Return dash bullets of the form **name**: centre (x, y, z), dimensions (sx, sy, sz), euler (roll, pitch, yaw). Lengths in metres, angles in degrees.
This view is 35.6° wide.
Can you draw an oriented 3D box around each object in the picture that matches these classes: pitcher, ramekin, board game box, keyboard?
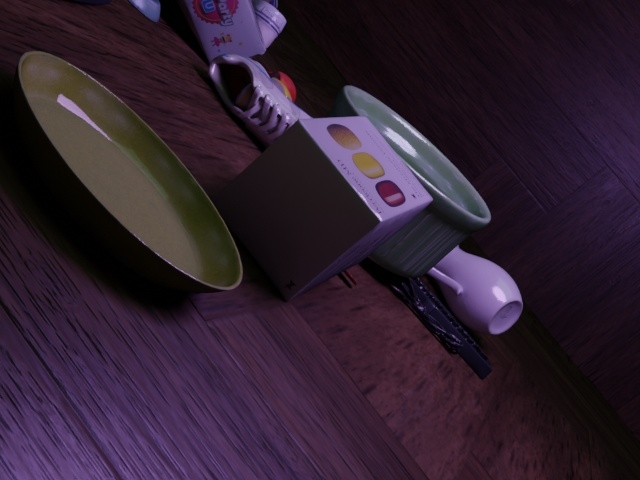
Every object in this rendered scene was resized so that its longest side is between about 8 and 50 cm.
- **pitcher**: centre (0.262, 0.080, 1.853), dimensions (0.177, 0.125, 0.207), euler (6, 30, -45)
- **ramekin**: centre (0.103, -0.084, 1.534), dimensions (0.303, 0.148, 0.303), euler (38, 17, -14)
- **board game box**: centre (-0.181, -0.452, 1.577), dimensions (0.303, 0.097, 0.224), euler (-108, 179, -47)
- **keyboard**: centre (0.173, 0.100, 1.617), dimensions (0.317, 0.033, 0.201), euler (47, 12, -12)

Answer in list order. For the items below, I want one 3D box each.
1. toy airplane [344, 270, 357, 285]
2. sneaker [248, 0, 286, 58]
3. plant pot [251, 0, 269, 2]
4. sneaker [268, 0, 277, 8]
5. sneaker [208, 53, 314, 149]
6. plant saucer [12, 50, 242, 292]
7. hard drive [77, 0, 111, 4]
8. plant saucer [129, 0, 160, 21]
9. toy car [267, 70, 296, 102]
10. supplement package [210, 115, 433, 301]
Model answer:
- **toy airplane**: centre (0.000, 0.000, 1.265), dimensions (0.151, 0.028, 0.151), euler (46, 11, -12)
- **sneaker**: centre (-0.145, -0.370, 1.769), dimensions (0.094, 0.091, 0.258), euler (41, -8, -18)
- **plant pot**: centre (-0.221, -0.579, 1.836), dimensions (0.274, 0.256, 0.256), euler (15, 33, -42)
- **sneaker**: centre (-0.185, -0.571, 2.206), dimensions (0.315, 0.127, 0.182), euler (66, 20, -61)
- **sneaker**: centre (-0.077, -0.179, 1.432), dimensions (0.229, 0.087, 0.092), euler (47, 16, 19)
- **plant saucer**: centre (-0.155, -0.045, 0.781), dimensions (0.241, 0.037, 0.241), euler (47, 12, -13)
- **hard drive**: centre (-0.310, -0.344, 1.103), dimensions (0.172, 0.054, 0.255), euler (50, 11, -2)
- **plant saucer**: centre (-0.268, -0.365, 1.427), dimensions (0.119, 0.021, 0.119), euler (47, 12, -13)
- **toy car**: centre (-0.033, -0.213, 1.767), dimensions (0.225, 0.053, 0.239), euler (48, 11, -9)
- **supplement package**: centre (0.010, -0.044, 1.096), dimensions (0.139, 0.134, 0.244), euler (51, 19, 5)
